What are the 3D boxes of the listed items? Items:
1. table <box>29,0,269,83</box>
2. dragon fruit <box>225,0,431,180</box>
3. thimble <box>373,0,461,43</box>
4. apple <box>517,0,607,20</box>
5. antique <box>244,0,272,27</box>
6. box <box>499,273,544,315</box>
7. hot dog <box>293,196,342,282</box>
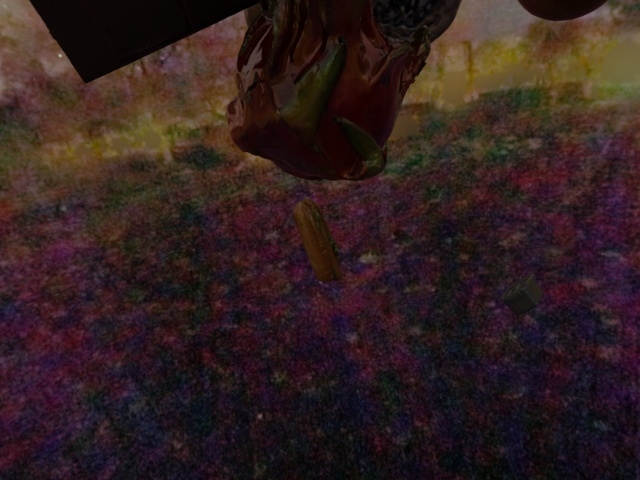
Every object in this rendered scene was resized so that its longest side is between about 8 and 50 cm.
[{"bbox_3d":[-0.187,-0.282,0.388,0.193,0.169,0.172,-30,47,-11],"label":"table"},{"bbox_3d":[0.002,-0.179,0.414,0.198,0.269,0.200,-7,37,-13],"label":"dragon fruit"},{"bbox_3d":[0.133,-0.465,0.692,0.217,0.245,0.157,-17,43,48],"label":"thimble"},{"bbox_3d":[0.557,-0.637,0.903,0.264,0.265,0.264,-9,17,3],"label":"apple"},{"bbox_3d":[-0.087,-0.457,0.707,0.121,0.257,0.144,13,56,11],"label":"antique"},{"bbox_3d":[0.459,0.124,0.941,0.099,0.054,0.074,-22,-20,-50],"label":"box"},{"bbox_3d":[0.000,0.000,1.131,0.067,0.250,0.100,-8,22,33],"label":"hot dog"}]
